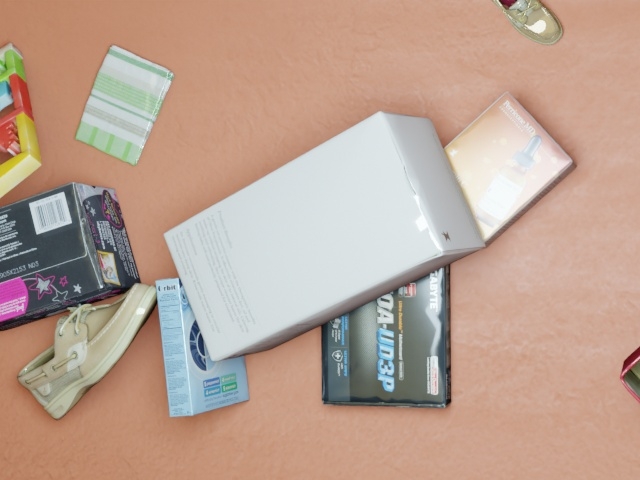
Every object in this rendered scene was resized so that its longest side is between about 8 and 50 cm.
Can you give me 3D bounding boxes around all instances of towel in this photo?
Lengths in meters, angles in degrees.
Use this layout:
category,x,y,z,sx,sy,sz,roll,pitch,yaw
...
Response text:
category,x,y,z,sx,sy,sz,roll,pitch,yaw
towel,-0.289,-0.199,1.769,0.113,0.023,0.152,26,98,16

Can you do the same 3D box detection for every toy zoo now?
category,x,y,z,sx,sy,sz,roll,pitch,yaw
toy zoo,-0.502,-0.140,1.738,0.192,0.030,0.293,-29,51,11

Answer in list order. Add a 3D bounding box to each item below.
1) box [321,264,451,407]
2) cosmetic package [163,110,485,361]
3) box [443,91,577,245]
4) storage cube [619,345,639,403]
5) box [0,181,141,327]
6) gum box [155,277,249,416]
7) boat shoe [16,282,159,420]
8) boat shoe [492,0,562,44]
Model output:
category,x,y,z,sx,sy,sz,roll,pitch,yaw
box,0.090,0.117,1.645,0.175,0.051,0.220,0,89,15
cosmetic package,0.000,0.000,1.554,0.366,0.155,0.197,-26,80,27
box,0.231,-0.090,1.588,0.170,0.091,0.130,-44,79,11
storage cube,0.495,0.164,1.462,0.215,0.193,0.183,-44,79,12
box,-0.411,0.027,1.736,0.247,0.142,0.163,-18,84,14
gum box,-0.162,0.141,1.657,0.041,0.157,0.184,-7,88,26
boat shoe,-0.331,0.143,1.680,0.098,0.109,0.302,40,129,-8
boat shoe,0.266,-0.313,1.603,0.135,0.045,0.050,42,100,12
